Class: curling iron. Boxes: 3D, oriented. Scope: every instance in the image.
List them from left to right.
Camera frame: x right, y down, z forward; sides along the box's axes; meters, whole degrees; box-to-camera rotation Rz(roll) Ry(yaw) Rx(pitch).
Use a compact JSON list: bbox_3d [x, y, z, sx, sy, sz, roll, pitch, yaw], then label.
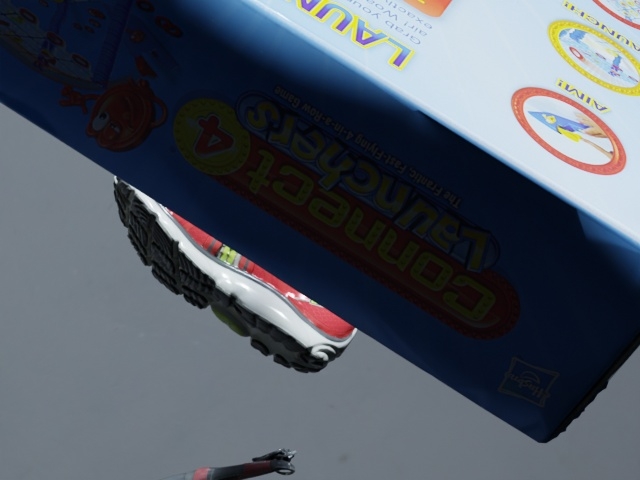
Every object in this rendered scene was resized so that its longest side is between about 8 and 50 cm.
[{"bbox_3d":[-0.156,0.326,1.704,0.274,0.068,0.035,-16,71,12],"label":"curling iron"}]

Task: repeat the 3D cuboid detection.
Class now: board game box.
[{"bbox_3d":[0.013,-0.112,0.514,0.308,0.086,0.302,33,36,2],"label":"board game box"}]

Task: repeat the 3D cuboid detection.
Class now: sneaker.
[{"bbox_3d":[-0.080,0.013,1.234,0.279,0.107,0.118,38,62,4],"label":"sneaker"}]
